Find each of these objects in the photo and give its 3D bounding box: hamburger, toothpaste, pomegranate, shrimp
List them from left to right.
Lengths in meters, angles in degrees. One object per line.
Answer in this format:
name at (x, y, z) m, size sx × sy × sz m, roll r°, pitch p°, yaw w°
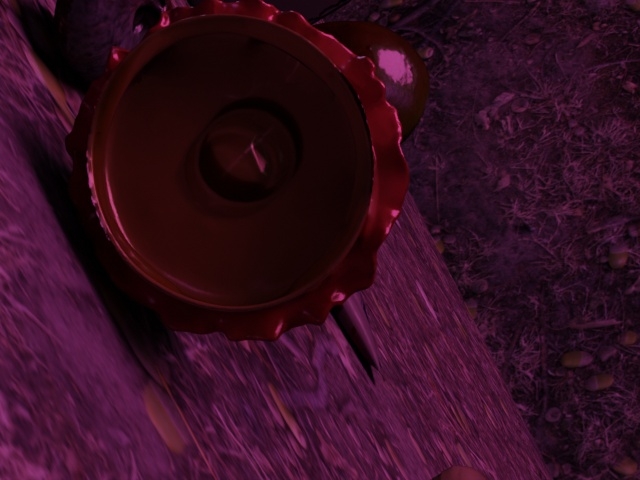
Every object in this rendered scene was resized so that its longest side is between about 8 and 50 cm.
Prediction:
shrimp at (-0.118, -0.127, 1.091) m, size 0.090 × 0.079 × 0.233 m, roll 23°, pitch -2°, yaw 9°
hamburger at (-0.038, -0.028, 0.901) m, size 0.175 × 0.175 × 0.137 m, roll 62°, pitch 0°, yaw 10°
toothpaste at (0.000, 0.000, 1.580) m, size 0.096 × 0.061 × 0.266 m, roll -105°, pitch 171°, yaw -71°
pomegranate at (0.032, -0.150, 2.044) m, size 0.180 × 0.180 × 0.209 m, roll 38°, pitch 61°, yaw -73°

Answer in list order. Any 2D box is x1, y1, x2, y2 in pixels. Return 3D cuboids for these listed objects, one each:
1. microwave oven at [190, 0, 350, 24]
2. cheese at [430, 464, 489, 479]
microwave oven at (-0.081, -0.397, 1.895) m, size 0.286 × 0.218 × 0.355 m, roll 56°, pitch 8°, yaw -27°
cheese at (0.143, 0.282, 1.377) m, size 0.137 × 0.064 × 0.227 m, roll 52°, pitch 12°, yaw -46°
